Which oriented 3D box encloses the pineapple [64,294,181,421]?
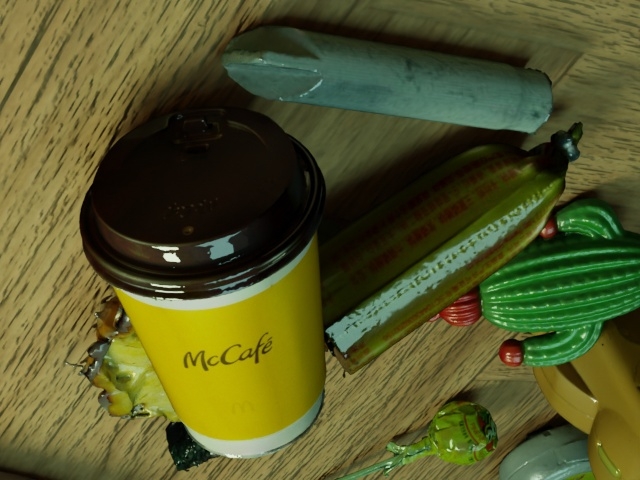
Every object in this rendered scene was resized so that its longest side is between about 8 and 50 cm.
[{"bbox_3d":[-0.125,0.088,1.454,0.225,0.076,0.225,-13,138,-12],"label":"pineapple"}]

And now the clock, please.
[{"bbox_3d":[0.392,0.170,1.689,0.244,0.317,0.200,-13,139,-15],"label":"clock"}]

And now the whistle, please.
[{"bbox_3d":[0.063,-0.131,1.278,0.312,0.062,0.062,4,138,-37],"label":"whistle"}]

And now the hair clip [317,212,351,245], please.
[{"bbox_3d":[0.000,-0.001,1.460,0.054,0.022,0.137,-39,147,24],"label":"hair clip"}]

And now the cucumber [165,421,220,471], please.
[{"bbox_3d":[-0.081,0.163,1.593,0.193,0.086,0.115,-40,-173,31],"label":"cucumber"}]

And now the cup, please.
[{"bbox_3d":[-0.080,0.042,1.270,0.196,0.196,0.279,-18,132,-9],"label":"cup"}]

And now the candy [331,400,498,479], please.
[{"bbox_3d":[0.090,0.264,1.872,0.262,0.077,0.073,-23,170,15],"label":"candy"}]

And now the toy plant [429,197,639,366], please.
[{"bbox_3d":[0.234,0.058,1.610,0.240,0.088,0.154,-35,108,9],"label":"toy plant"}]

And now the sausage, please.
[{"bbox_3d":[0.115,-0.010,1.418,0.317,0.117,0.125,-36,175,0],"label":"sausage"}]

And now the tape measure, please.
[{"bbox_3d":[0.229,0.325,2.013,0.330,0.084,0.164,-19,145,-10],"label":"tape measure"}]

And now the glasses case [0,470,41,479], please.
[{"bbox_3d":[-0.330,0.296,1.593,0.075,0.113,0.297,-39,145,20],"label":"glasses case"}]
